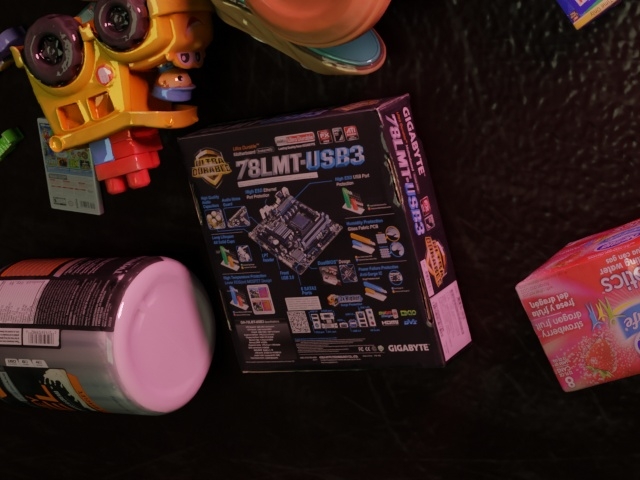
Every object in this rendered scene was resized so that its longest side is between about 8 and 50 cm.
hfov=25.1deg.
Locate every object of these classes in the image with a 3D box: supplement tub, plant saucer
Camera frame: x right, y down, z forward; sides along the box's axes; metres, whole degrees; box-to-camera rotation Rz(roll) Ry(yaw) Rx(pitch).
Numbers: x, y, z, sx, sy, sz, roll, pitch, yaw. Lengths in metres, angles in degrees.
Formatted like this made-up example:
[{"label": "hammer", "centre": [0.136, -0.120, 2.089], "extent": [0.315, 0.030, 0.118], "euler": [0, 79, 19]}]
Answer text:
[{"label": "supplement tub", "centre": [-0.304, 0.117, 1.796], "extent": [0.316, 0.193, 0.194], "euler": [-1, 108, 37]}, {"label": "plant saucer", "centre": [-0.017, -0.282, 1.391], "extent": [0.200, 0.037, 0.200], "euler": [15, 119, 29]}]

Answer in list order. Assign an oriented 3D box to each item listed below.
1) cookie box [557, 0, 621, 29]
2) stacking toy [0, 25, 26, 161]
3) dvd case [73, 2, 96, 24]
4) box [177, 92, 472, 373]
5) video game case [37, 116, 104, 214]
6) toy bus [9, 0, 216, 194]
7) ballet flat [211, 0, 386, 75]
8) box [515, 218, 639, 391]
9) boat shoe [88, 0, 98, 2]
[{"label": "cookie box", "centre": [0.248, -0.266, 1.333], "extent": [0.092, 0.040, 0.107], "euler": [-37, 86, 39]}, {"label": "stacking toy", "centre": [-0.419, -0.223, 1.828], "extent": [0.167, 0.052, 0.221], "euler": [51, 130, 7]}, {"label": "dvd case", "centre": [-0.281, -0.221, 1.720], "extent": [0.119, 0.013, 0.087], "euler": [-42, 83, 13]}, {"label": "box", "centre": [0.000, 0.000, 1.605], "extent": [0.295, 0.073, 0.293], "euler": [-6, 104, 38]}, {"label": "video game case", "centre": [-0.319, -0.096, 1.836], "extent": [0.087, 0.011, 0.122], "euler": [8, 114, 34]}, {"label": "toy bus", "centre": [-0.209, -0.167, 1.606], "extent": [0.220, 0.149, 0.212], "euler": [-17, 90, 27]}, {"label": "ballet flat", "centre": [-0.024, -0.227, 1.540], "extent": [0.232, 0.080, 0.073], "euler": [34, 153, 23]}, {"label": "box", "centre": [0.332, 0.040, 1.344], "extent": [0.256, 0.128, 0.123], "euler": [-22, 95, 39]}, {"label": "boat shoe", "centre": [-0.314, -0.498, 1.572], "extent": [0.186, 0.156, 0.500], "euler": [-6, 104, 39]}]
